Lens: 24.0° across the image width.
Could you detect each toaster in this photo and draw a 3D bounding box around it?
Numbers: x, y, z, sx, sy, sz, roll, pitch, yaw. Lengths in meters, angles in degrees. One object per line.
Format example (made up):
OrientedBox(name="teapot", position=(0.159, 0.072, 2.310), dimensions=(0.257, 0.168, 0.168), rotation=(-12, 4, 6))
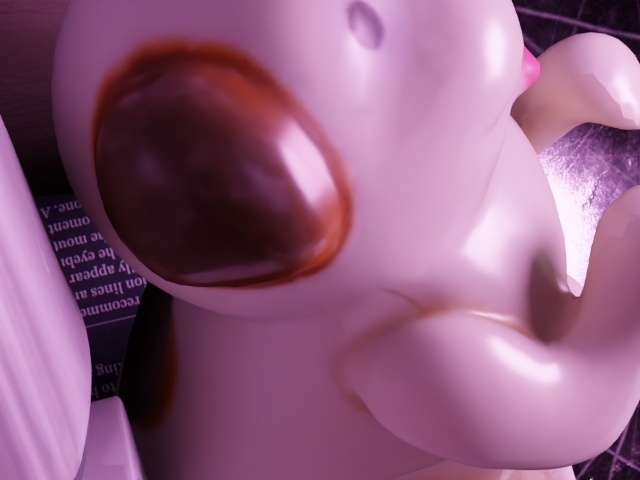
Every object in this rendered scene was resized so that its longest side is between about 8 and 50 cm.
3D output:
OrientedBox(name="toaster", position=(-0.161, 0.011, 0.545), dimensions=(0.227, 0.129, 0.146), rotation=(-109, -175, -64))

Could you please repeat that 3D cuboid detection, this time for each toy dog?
OrientedBox(name="toy dog", position=(0.000, 0.000, 0.762), dimensions=(0.408, 0.395, 0.285), rotation=(79, 13, -47))

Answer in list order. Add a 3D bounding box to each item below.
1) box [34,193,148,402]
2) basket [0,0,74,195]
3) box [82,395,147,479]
OrientedBox(name="box", position=(-0.143, 0.083, 1.090), dimensions=(0.293, 0.212, 0.395), rotation=(148, -70, -85))
OrientedBox(name="basket", position=(-0.129, -0.106, 0.869), dimensions=(0.154, 0.227, 0.204), rotation=(-110, -152, -48))
OrientedBox(name="box", position=(-0.133, 0.171, 0.702), dimensions=(0.170, 0.130, 0.091), rotation=(80, -6, -46))
